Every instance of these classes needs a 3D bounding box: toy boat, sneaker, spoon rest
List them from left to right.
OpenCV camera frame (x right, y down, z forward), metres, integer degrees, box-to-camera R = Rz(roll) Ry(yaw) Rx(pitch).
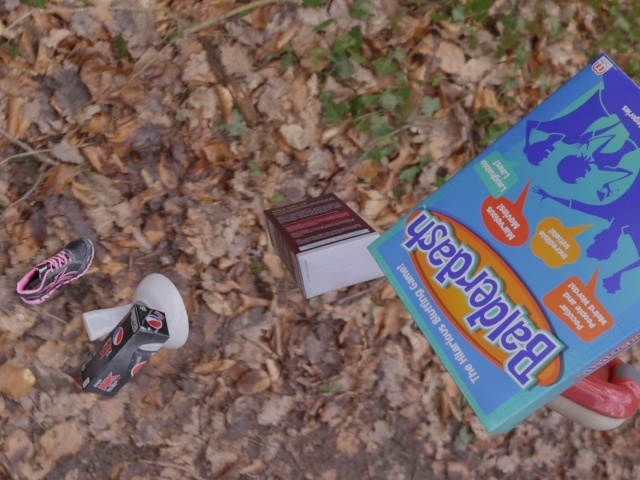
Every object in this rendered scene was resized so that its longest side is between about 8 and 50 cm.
[{"bbox_3d":[-0.358,0.038,0.962,0.119,0.057,0.047,-43,80,-10],"label":"sneaker"},{"bbox_3d":[-0.321,0.132,1.284,0.084,0.276,0.137,-21,97,-47],"label":"spoon rest"},{"bbox_3d":[0.297,0.116,0.889,0.151,0.231,0.151,-23,137,-65],"label":"toy boat"}]

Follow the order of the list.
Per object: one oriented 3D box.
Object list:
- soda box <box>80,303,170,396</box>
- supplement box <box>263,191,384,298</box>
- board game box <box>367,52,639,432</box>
[{"bbox_3d":[-0.314,0.178,1.145,0.060,0.053,0.169,24,121,-39],"label":"soda box"},{"bbox_3d":[0.000,0.000,1.141,0.130,0.239,0.073,-15,113,-11],"label":"supplement box"},{"bbox_3d":[0.156,0.004,0.480,0.210,0.160,0.047,-41,151,16],"label":"board game box"}]
